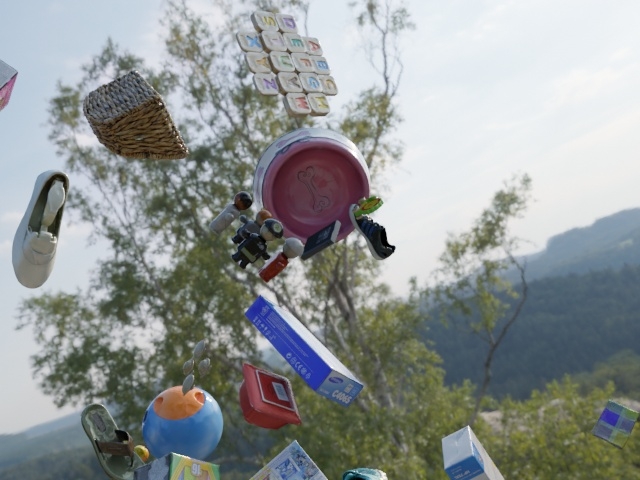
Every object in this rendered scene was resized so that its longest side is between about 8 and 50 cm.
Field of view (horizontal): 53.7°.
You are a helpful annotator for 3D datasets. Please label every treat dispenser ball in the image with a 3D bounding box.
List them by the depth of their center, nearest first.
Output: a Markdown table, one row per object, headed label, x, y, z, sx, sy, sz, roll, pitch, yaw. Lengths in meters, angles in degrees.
| label | x | y | z | sx | sy | sz | roll | pitch | yaw |
| --- | --- | --- | --- | --- | --- | --- | --- | --- | --- |
| treat dispenser ball | -0.501 | 0.676 | 2.303 | 0.288 | 0.288 | 0.288 | -19 | -10 | -3 |

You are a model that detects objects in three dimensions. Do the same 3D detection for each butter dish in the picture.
| label | x | y | z | sx | sy | sz | roll | pitch | yaw |
| --- | --- | --- | --- | --- | --- | --- | --- | --- | --- |
| butter dish | -0.145 | 0.406 | 1.562 | 0.159 | 0.160 | 0.118 | 28 | -68 | -32 |

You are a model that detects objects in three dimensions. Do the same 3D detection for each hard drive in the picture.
| label | x | y | z | sx | sy | sz | roll | pitch | yaw |
| --- | --- | --- | --- | --- | --- | --- | --- | --- | --- |
| hard drive | 0.000 | 0.000 | 1.936 | 0.135 | 0.022 | 0.094 | -31 | 27 | 37 |

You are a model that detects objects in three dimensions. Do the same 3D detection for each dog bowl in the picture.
| label | x | y | z | sx | sy | sz | roll | pitch | yaw |
| --- | --- | --- | --- | --- | --- | --- | --- | --- | --- |
| dog bowl | -0.016 | -0.163 | 2.085 | 0.407 | 0.408 | 0.150 | -18 | 15 | -5 |

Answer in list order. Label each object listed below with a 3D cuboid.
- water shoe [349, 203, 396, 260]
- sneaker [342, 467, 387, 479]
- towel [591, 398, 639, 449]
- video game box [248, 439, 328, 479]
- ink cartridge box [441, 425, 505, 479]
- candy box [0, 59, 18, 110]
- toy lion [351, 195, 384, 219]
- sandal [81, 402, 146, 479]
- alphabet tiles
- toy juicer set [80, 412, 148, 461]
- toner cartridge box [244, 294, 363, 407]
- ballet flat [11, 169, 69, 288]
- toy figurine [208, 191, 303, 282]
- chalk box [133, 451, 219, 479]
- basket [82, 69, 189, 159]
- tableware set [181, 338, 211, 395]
| label | x | y | z | sx | sy | sz | roll | pitch | yaw |
| --- | --- | --- | --- | --- | --- | --- | --- | --- | --- |
| water shoe | 0.169 | -0.038 | 1.997 | 0.080 | 0.203 | 0.073 | -31 | 0 | 38 |
| sneaker | 0.098 | 0.571 | 1.471 | 0.107 | 0.110 | 0.275 | -56 | 3 | -16 |
| towel | 0.557 | 0.347 | 1.192 | 0.083 | 0.060 | 0.009 | -52 | -35 | -18 |
| video game box | -0.087 | 0.684 | 1.717 | 0.205 | 0.187 | 0.048 | -34 | -17 | -28 |
| ink cartridge box | 0.372 | 0.561 | 1.443 | 0.078 | 0.231 | 0.134 | -32 | 6 | 14 |
| candy box | -0.926 | -0.365 | 1.707 | 0.159 | 0.071 | 0.233 | -38 | 23 | 46 |
| toy lion | 0.146 | -0.103 | 1.863 | 0.096 | 0.034 | 0.100 | -21 | 20 | 31 |
| sandal | -0.661 | 0.648 | 2.021 | 0.086 | 0.303 | 0.120 | -44 | -10 | 33 |
| alphabet tiles | -0.072 | -0.433 | 1.549 | 0.278 | 0.284 | 0.021 | -12 | -13 | -45 |
| toy juicer set | -0.755 | 0.759 | 2.341 | 0.089 | 0.209 | 0.329 | -57 | -26 | -22 |
| toner cartridge box | -0.049 | 0.289 | 1.682 | 0.075 | 0.348 | 0.165 | -51 | -42 | 0 |
| ballet flat | -0.890 | -0.048 | 2.029 | 0.139 | 0.400 | 0.139 | 7 | -15 | 2 |
| toy figurine | -0.166 | -0.016 | 1.661 | 0.148 | 0.209 | 0.213 | -44 | -32 | 4 |
| chalk box | -0.287 | 0.550 | 1.238 | 0.132 | 0.213 | 0.132 | -31 | -45 | 30 |
| basket | -0.558 | -0.335 | 1.881 | 0.213 | 0.299 | 0.223 | -32 | -49 | -12 |
| tableware set | -0.405 | 0.408 | 2.039 | 0.020 | 0.169 | 0.141 | 31 | -71 | -29 |
